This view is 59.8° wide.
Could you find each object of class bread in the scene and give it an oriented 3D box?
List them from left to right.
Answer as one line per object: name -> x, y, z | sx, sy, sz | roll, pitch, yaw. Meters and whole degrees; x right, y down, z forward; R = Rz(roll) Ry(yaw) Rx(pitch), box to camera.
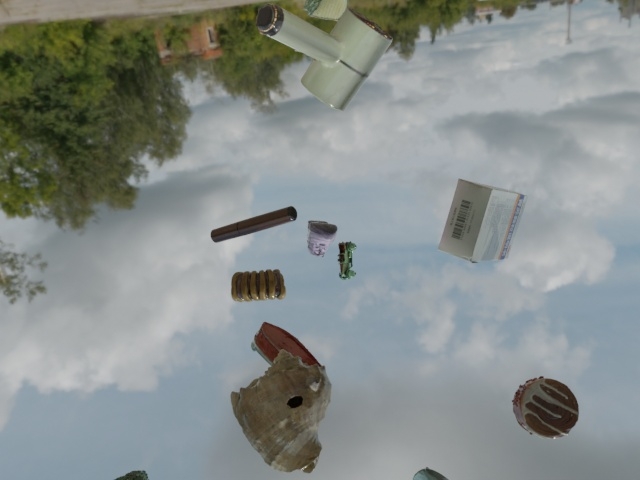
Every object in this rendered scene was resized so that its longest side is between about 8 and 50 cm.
bread -> -0.252, 0.180, 2.261 | 0.225, 0.081, 0.134 | -6, -116, 5
bread -> 0.017, -0.796, 1.840 | 0.172, 0.064, 0.232 | -41, 164, -5
bread -> 0.586, 0.437, 1.455 | 0.161, 0.160, 0.073 | -6, 168, 4

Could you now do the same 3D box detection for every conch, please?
conch -> -0.089, 0.409, 1.403 | 0.263, 0.186, 0.324 | -5, -147, -15

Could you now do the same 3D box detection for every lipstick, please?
lipstick -> -0.239, -0.054, 1.968 | 0.357, 0.057, 0.057 | -15, -164, 30

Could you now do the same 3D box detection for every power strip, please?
power strip -> 0.329, 0.679, 1.467 | 0.137, 0.044, 0.216 | 25, -165, -37

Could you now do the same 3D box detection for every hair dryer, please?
hair dryer -> -0.013, -0.414, 1.176 | 0.362, 0.203, 0.128 | 3, -139, -53

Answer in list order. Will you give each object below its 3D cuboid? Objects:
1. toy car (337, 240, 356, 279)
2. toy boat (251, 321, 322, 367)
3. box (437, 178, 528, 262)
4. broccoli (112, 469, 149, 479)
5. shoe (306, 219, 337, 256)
toy car -> 0.095, 0.076, 2.084 | 0.054, 0.143, 0.073 | 8, 168, -26
toy boat -> -0.130, 0.401, 1.865 | 0.145, 0.133, 0.332 | 3, -156, -41
box -> 0.456, -0.052, 1.547 | 0.106, 0.200, 0.299 | 22, -167, 34
broccoli -> -0.502, 0.759, 1.507 | 0.270, 0.269, 0.270 | 20, -173, -31
shoe -> 0.000, 0.000, 2.041 | 0.095, 0.137, 0.245 | 0, -173, -11
